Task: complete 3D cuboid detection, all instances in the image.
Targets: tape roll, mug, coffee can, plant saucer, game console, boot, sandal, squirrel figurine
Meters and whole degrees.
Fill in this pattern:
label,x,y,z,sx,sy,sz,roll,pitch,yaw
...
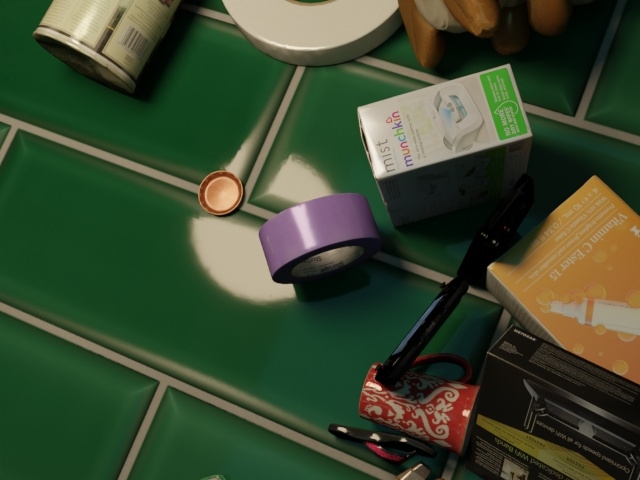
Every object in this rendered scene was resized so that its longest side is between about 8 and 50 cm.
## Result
label,x,y,z,sx,sy,sz,roll,pitch,yaw
tape roll,-0.004,-0.514,1.442,0.392,0.072,0.391,-3,76,11
mug,0.160,0.251,1.223,0.169,0.150,0.113,13,116,18
coffee can,-0.369,-0.440,1.425,0.202,0.201,0.275,25,82,15
plant saucer,-0.179,-0.085,1.401,0.084,0.013,0.083,-2,77,11
tape roll,0.000,0.000,1.254,0.189,0.189,0.080,-20,73,6
game console,0.201,0.069,1.164,0.044,0.213,0.361,37,77,13
boot,0.164,0.406,1.205,0.118,0.042,0.087,38,92,18
sandal,0.095,0.328,1.220,0.179,0.067,0.040,6,62,20
squirrel figurine,0.309,-0.511,1.256,0.371,0.281,0.396,-21,89,-10

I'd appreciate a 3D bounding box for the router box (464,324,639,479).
label,x,y,z,sx,sy,sz,roll,pitch,yaw
router box,0.362,0.288,1.059,0.309,0.242,0.081,26,41,30

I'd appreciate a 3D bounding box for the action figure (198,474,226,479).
label,x,y,z,sx,sy,sz,roll,pitch,yaw
action figure,-0.224,0.446,1.258,0.232,0.063,0.137,-24,70,1

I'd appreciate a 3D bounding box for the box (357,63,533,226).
label,x,y,z,sx,sy,sz,roll,pitch,yaw
box,0.196,-0.133,1.212,0.231,0.262,0.126,-15,74,8

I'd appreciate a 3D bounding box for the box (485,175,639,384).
label,x,y,z,sx,sy,sz,roll,pitch,yaw
box,0.443,0.112,1.153,0.215,0.168,0.345,-42,73,-1
